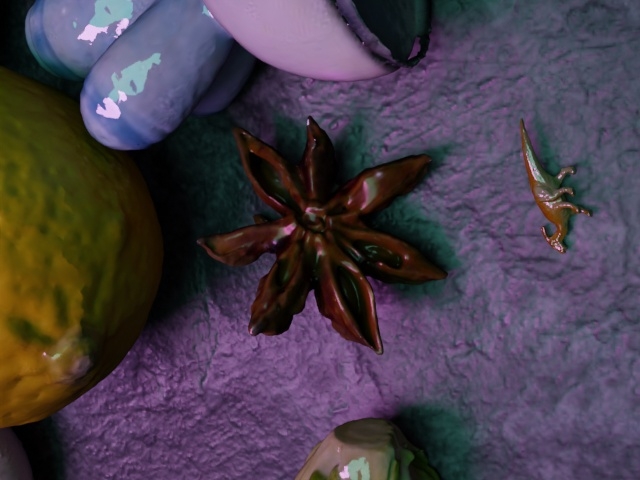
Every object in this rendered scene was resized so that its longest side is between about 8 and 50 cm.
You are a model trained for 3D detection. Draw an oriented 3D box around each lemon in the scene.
[{"bbox_3d":[-0.302,0.003,0.762,0.336,0.336,0.336,4,99,22],"label":"lemon"}]

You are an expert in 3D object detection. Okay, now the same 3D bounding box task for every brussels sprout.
[{"bbox_3d":[0.034,0.247,0.746,0.145,0.131,0.183,-24,93,19],"label":"brussels sprout"}]

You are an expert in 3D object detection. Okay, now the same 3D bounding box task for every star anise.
[{"bbox_3d":[0.005,-0.003,0.734,0.196,0.111,0.212,-12,62,5],"label":"star anise"}]

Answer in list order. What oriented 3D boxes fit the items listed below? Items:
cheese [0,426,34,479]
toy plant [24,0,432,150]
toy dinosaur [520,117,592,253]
[{"bbox_3d":[-0.387,0.252,0.911,0.189,0.154,0.198,-13,96,44],"label":"cheese"},{"bbox_3d":[-0.104,-0.199,0.696,0.332,0.247,0.247,-15,92,28],"label":"toy plant"},{"bbox_3d":[0.184,-0.044,0.694,0.041,0.026,0.113,-8,104,40],"label":"toy dinosaur"}]
